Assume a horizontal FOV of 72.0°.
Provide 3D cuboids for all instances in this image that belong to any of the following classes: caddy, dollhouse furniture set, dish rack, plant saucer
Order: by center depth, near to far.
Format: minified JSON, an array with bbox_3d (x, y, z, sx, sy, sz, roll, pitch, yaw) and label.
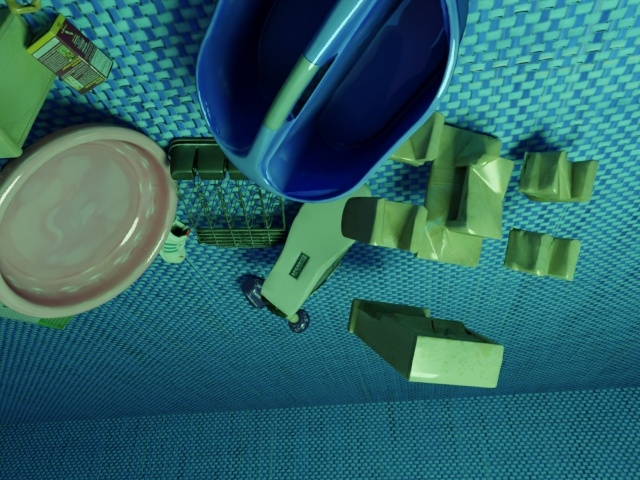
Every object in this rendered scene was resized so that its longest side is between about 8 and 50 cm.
[{"bbox_3d":[0.001,-0.190,0.486,0.241,0.179,0.341,40,137,-5],"label":"caddy"},{"bbox_3d":[-0.499,-0.194,0.556,0.241,0.161,0.212,-3,147,3],"label":"dollhouse furniture set"},{"bbox_3d":[-0.383,-0.037,0.713,0.084,0.332,0.332,29,153,20],"label":"plant saucer"},{"bbox_3d":[0.203,0.012,0.771,0.361,0.395,0.256,10,-178,-17],"label":"dollhouse furniture set"},{"bbox_3d":[-0.158,-0.072,0.836,0.208,0.074,0.272,1,148,0],"label":"dish rack"}]

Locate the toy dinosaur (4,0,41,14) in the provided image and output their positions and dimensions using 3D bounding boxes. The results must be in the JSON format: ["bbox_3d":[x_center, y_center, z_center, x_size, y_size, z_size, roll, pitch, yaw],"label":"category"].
[{"bbox_3d":[-0.368,-0.277,0.477,0.112,0.212,0.064,-3,-165,-33],"label":"toy dinosaur"}]

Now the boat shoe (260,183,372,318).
[{"bbox_3d":[0.000,0.000,0.925,0.127,0.158,0.341,39,114,4],"label":"boat shoe"}]

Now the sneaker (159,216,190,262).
[{"bbox_3d":[-0.312,0.000,0.949,0.075,0.057,0.161,0,144,9],"label":"sneaker"}]

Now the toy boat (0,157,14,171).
[{"bbox_3d":[-0.465,-0.042,0.797,0.150,0.151,0.231,-6,146,9],"label":"toy boat"}]

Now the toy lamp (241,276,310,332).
[{"bbox_3d":[-0.120,0.177,1.209,0.080,0.080,0.274,-16,146,22],"label":"toy lamp"}]

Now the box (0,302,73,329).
[{"bbox_3d":[-0.811,0.141,1.156,0.321,0.059,0.232,25,139,-32],"label":"box"}]

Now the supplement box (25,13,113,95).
[{"bbox_3d":[-0.332,-0.246,0.589,0.054,0.043,0.083,-18,142,24],"label":"supplement box"}]
